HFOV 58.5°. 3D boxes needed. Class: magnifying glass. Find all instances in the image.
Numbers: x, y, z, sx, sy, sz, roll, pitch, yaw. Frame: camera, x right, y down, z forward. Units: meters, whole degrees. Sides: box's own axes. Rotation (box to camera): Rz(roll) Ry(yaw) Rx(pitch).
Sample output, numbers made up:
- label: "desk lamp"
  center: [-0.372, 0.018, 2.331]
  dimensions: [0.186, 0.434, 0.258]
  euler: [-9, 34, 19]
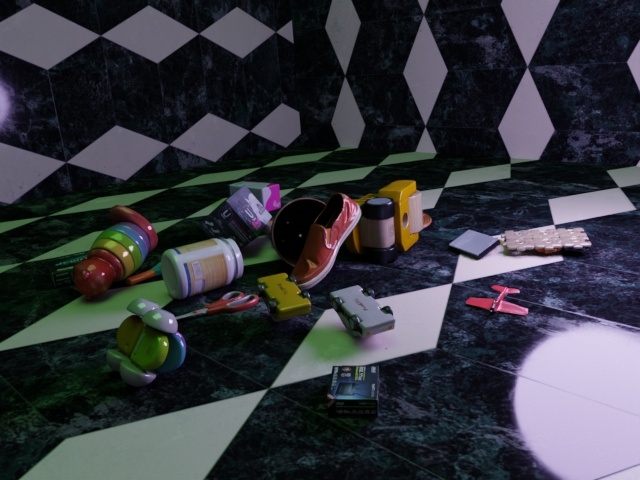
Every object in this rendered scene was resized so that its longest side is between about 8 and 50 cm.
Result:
- label: "magnifying glass"
  center: [-0.513, 0.094, 1.810]
  dimensions: [0.092, 0.026, 0.231]
  euler: [8, 22, 35]

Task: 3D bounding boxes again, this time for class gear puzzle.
- label: "gear puzzle"
  center: [0.652, 0.012, 1.780]
  dimensions: [0.338, 0.044, 0.175]
  euler: [-2, 19, 15]

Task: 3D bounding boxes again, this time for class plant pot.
- label: "plant pot"
  center: [-0.073, -0.023, 1.829]
  dimensions: [0.215, 0.216, 0.230]
  euler: [-9, 4, -16]

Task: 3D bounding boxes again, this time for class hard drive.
- label: "hard drive"
  center: [0.482, 0.012, 1.790]
  dimensions: [0.094, 0.022, 0.135]
  euler: [-34, 27, -17]

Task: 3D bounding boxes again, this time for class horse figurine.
- label: "horse figurine"
  center: [-0.138, -0.041, 2.090]
  dimensions: [0.174, 0.066, 0.263]
  euler: [-6, 18, -24]

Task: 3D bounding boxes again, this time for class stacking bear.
- label: "stacking bear"
  center: [-0.627, 0.053, 1.706]
  dimensions: [0.164, 0.176, 0.289]
  euler: [19, 39, 6]

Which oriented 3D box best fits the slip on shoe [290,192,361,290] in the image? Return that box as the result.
- label: "slip on shoe"
  center: [0.000, 0.000, 1.648]
  dimensions: [0.123, 0.101, 0.331]
  euler: [10, 60, 47]

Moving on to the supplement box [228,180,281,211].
- label: "supplement box"
  center: [-0.294, -0.198, 2.549]
  dimensions: [0.219, 0.114, 0.111]
  euler: [9, 20, 39]

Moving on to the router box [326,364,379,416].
- label: "router box"
  center: [0.063, 0.277, 1.060]
  dimensions: [0.092, 0.038, 0.122]
  euler: [-1, 17, 7]

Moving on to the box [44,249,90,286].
- label: "box"
  center: [-0.768, 0.081, 1.864]
  dimensions: [0.220, 0.051, 0.175]
  euler: [-13, 20, -28]

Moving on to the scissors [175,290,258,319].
- label: "scissors"
  center: [-0.298, 0.184, 1.473]
  dimensions: [0.297, 0.021, 0.109]
  euler: [-17, 23, -40]

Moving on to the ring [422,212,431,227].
- label: "ring"
  center: [0.255, -0.084, 2.189]
  dimensions: [0.336, 0.032, 0.337]
  euler: [-4, 18, 1]

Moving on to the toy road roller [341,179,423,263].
- label: "toy road roller"
  center: [0.174, -0.070, 1.870]
  dimensions: [0.240, 0.203, 0.329]
  euler: [6, 22, 32]

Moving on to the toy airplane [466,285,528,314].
- label: "toy airplane"
  center: [0.443, 0.146, 1.408]
  dimensions: [0.151, 0.028, 0.151]
  euler: [-2, 18, 1]

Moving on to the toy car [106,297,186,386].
- label: "toy car"
  center: [-0.353, 0.221, 1.211]
  dimensions: [0.136, 0.159, 0.182]
  euler: [29, -9, -40]

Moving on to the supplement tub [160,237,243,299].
- label: "supplement tub"
  center: [-0.336, 0.075, 1.624]
  dimensions: [0.199, 0.145, 0.144]
  euler: [-15, 20, -33]

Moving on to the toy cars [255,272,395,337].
- label: "toy cars"
  center: [0.002, 0.168, 1.362]
  dimensions: [0.393, 0.087, 0.176]
  euler: [8, 26, 25]

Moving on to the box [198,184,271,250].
- label: "box"
  center: [-0.286, -0.069, 1.981]
  dimensions: [0.142, 0.163, 0.247]
  euler: [-38, 9, 17]
